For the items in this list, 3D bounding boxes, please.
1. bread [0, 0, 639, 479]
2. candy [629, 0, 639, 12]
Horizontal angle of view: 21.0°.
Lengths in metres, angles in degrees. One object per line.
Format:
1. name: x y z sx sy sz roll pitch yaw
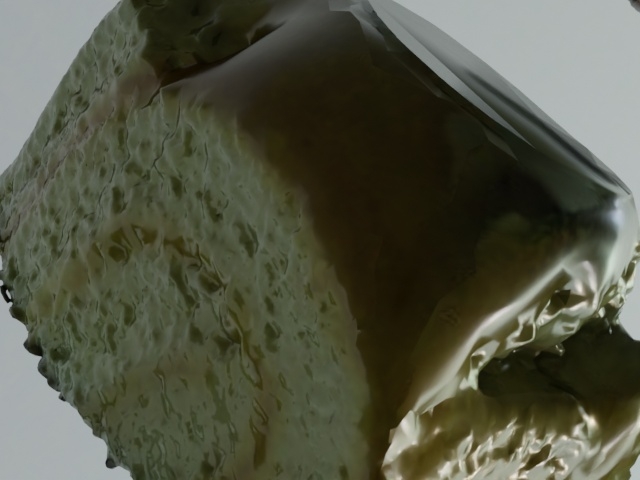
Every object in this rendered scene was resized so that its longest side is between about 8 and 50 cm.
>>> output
1. bread: -0.002 -0.008 0.917 0.239 0.264 0.395 4 -147 -43
2. candy: 0.362 -0.237 1.410 0.289 0.157 0.214 15 -125 -24
